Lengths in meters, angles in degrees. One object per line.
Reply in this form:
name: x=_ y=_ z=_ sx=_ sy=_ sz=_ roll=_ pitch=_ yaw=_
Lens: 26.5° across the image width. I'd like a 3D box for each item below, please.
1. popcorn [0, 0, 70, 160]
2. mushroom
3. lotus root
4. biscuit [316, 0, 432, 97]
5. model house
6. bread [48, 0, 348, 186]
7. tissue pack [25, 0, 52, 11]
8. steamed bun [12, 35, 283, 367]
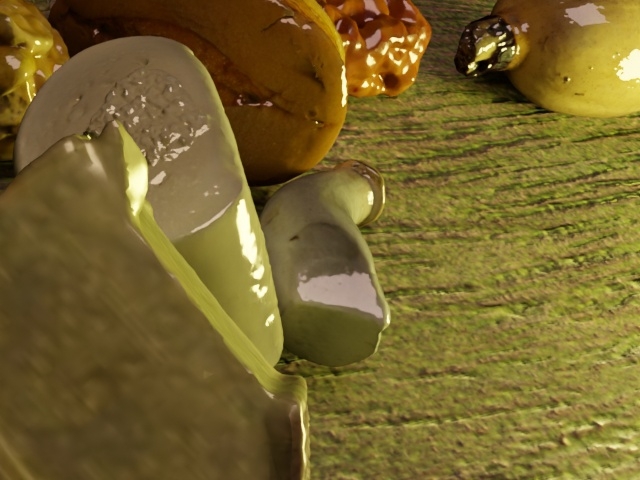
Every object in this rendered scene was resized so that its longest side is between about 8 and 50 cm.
popcorn: x=-0.295 y=-0.157 z=1.110 sx=0.163 sy=0.140 sz=0.194 roll=0 pitch=41 yaw=-41
mushroom: x=0.000 y=0.000 z=1.131 sx=0.118 sy=0.103 sz=0.270 roll=20 pitch=30 yaw=-10
lotus root: x=0.281 y=-0.228 z=1.557 sx=0.310 sy=0.183 sz=0.183 roll=-4 pitch=45 yaw=-28
biscuit: x=-0.058 y=-0.267 z=1.428 sx=0.318 sy=0.110 sz=0.312 roll=-6 pitch=45 yaw=-38
model house: x=-0.148 y=0.131 z=0.741 sx=0.266 sy=0.321 sz=0.261 roll=49 pitch=-2 yaw=0
bread: x=-0.102 y=-0.160 z=1.190 sx=0.270 sy=0.195 sz=0.142 roll=26 pitch=25 yaw=-3
tissue pack: x=-0.356 y=-0.272 z=1.255 sx=0.148 sy=0.092 sz=0.196 roll=44 pitch=38 yaw=23
steamed bun: x=-0.127 y=-0.012 z=0.984 sx=0.155 sy=0.200 sz=0.250 roll=-16 pitch=44 yaw=-5
